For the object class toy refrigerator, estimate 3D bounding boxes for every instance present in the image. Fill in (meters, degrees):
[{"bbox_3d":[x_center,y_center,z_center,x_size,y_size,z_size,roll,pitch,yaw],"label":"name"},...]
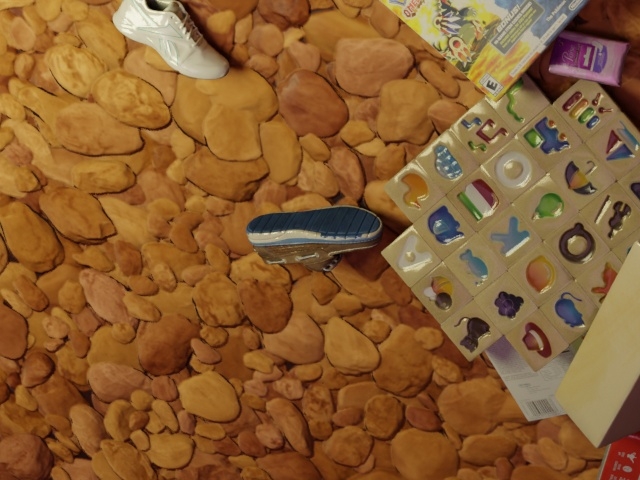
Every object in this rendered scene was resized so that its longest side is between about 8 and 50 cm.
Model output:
[{"bbox_3d":[0.362,0.104,1.915,0.094,0.102,0.269,52,143,29],"label":"toy refrigerator"}]

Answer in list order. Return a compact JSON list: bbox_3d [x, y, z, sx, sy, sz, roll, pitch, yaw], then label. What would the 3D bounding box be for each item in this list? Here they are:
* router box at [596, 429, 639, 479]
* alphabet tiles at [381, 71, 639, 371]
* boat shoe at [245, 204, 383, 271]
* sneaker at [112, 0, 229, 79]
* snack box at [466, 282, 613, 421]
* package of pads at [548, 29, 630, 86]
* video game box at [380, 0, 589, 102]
[{"bbox_3d":[0.485,0.347,2.125,0.301,0.082,0.335,15,137,9],"label":"router box"},{"bbox_3d":[0.240,-0.022,1.983,0.342,0.011,0.285,-42,86,27],"label":"alphabet tiles"},{"bbox_3d":[0.000,0.000,2.120,0.183,0.066,0.066,1,128,30],"label":"boat shoe"},{"bbox_3d":[-0.170,-0.243,2.021,0.152,0.053,0.061,32,124,-2],"label":"sneaker"},{"bbox_3d":[0.359,0.107,2.047,0.322,0.060,0.187,-15,126,27],"label":"snack box"},{"bbox_3d":[0.296,-0.201,1.891,0.083,0.032,0.050,13,93,11],"label":"package of pads"},{"bbox_3d":[0.187,-0.282,1.861,0.187,0.048,0.205,43,126,3],"label":"video game box"}]
